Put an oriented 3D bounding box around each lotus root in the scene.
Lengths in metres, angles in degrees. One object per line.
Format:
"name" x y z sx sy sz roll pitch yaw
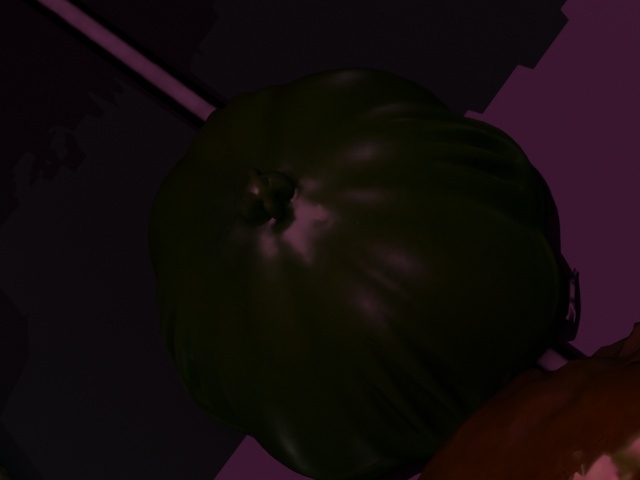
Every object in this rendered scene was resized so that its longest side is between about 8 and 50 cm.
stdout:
"lotus root" 0.000 0.000 0.773 0.186 0.186 0.186 -4 76 15

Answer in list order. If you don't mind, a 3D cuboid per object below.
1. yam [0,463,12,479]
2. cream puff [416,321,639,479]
"yam" -0.143 0.138 0.845 0.046 0.046 0.264 -38 69 5
"cream puff" 0.173 0.177 0.647 0.343 0.231 0.327 -32 65 14
